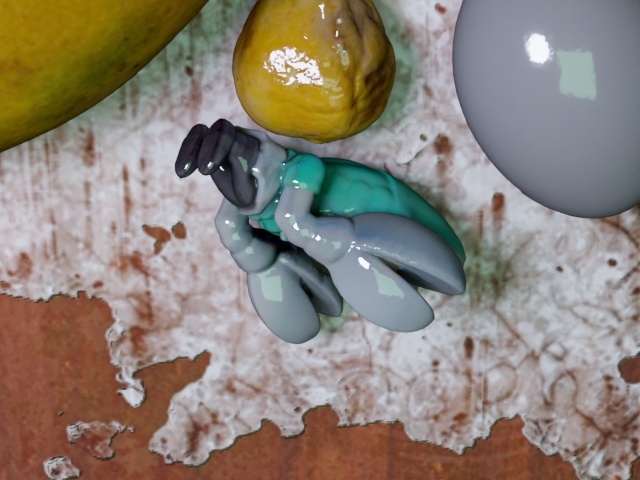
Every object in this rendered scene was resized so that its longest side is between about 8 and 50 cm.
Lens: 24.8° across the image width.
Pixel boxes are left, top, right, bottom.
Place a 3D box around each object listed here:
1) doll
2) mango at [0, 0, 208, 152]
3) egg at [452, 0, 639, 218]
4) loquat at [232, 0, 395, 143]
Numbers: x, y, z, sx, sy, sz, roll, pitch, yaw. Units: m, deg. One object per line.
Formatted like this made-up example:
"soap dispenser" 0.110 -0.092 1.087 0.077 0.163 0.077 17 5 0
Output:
"doll" -0.006 0.002 1.195 0.258 0.195 0.153 21 78 -5
"mango" -0.254 -0.214 1.022 0.445 0.232 0.300 -30 106 12
"egg" 0.199 -0.122 1.149 0.176 0.176 0.232 -24 124 3
"loquat" -0.006 -0.144 1.152 0.137 0.113 0.137 4 105 16
